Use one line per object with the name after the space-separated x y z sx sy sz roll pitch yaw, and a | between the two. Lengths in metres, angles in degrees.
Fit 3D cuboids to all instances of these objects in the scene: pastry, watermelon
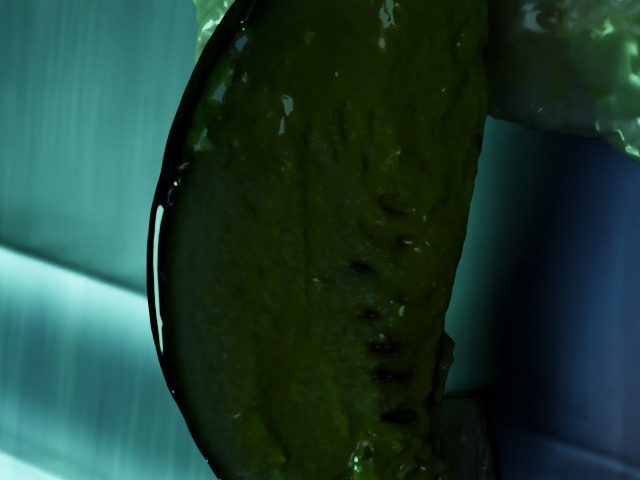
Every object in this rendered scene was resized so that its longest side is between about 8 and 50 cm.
0.058 -0.095 0.641 0.258 0.089 0.121 6 95 36 | pastry
0.000 0.000 0.615 0.129 0.123 0.301 5 104 5 | watermelon

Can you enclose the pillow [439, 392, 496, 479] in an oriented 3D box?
0.025 0.185 0.683 0.126 0.043 0.232 -6 82 30 | pillow
